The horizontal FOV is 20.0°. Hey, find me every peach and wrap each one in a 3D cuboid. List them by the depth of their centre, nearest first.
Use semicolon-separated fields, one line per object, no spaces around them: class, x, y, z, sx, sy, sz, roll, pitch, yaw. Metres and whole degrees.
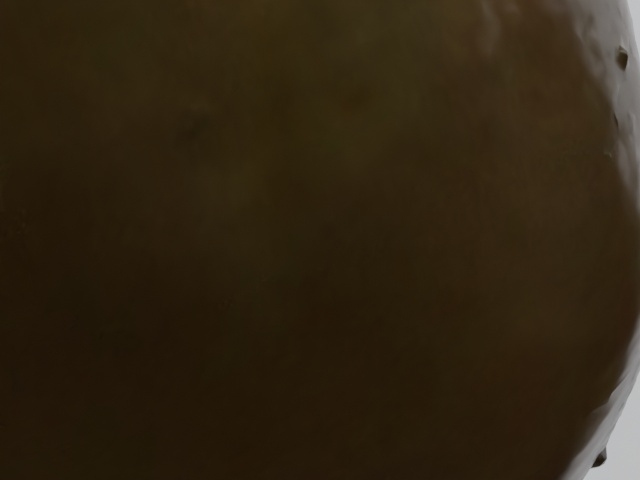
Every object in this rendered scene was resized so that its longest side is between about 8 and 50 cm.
peach;-0.061;-0.022;0.437;0.247;0.292;0.292;-44;-49;-13
